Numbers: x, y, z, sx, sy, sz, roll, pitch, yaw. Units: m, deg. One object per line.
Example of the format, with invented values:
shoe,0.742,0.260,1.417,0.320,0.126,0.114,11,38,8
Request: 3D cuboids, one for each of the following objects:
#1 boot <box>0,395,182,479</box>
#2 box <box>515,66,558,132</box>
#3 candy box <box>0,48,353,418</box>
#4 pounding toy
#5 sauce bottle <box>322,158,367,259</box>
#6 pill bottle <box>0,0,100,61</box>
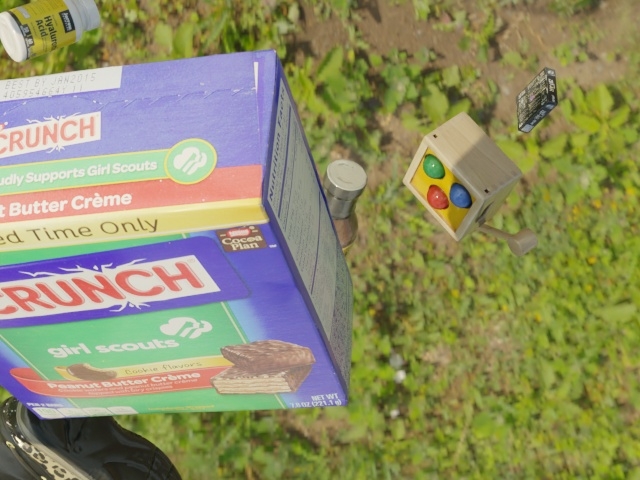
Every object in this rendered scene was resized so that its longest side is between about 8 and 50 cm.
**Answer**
boot,-0.250,0.229,1.084,0.179,0.085,0.236,-14,126,38
box,0.327,-0.212,1.672,0.018,0.067,0.083,15,147,-19
candy box,-0.130,0.017,0.782,0.268,0.122,0.317,-4,149,10
pounding toy,0.219,-0.048,1.611,0.094,0.206,0.181,-34,164,-26
sauce bottle,0.000,0.000,1.894,0.112,0.111,0.344,7,141,-11
pill bottle,-0.340,-0.272,1.386,0.116,0.065,0.065,-28,136,-27
